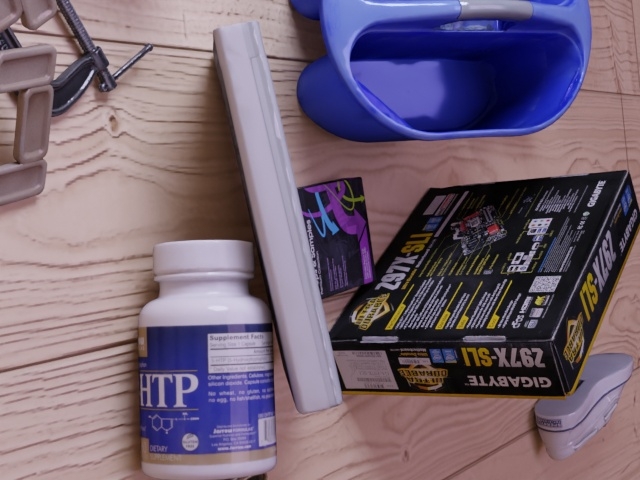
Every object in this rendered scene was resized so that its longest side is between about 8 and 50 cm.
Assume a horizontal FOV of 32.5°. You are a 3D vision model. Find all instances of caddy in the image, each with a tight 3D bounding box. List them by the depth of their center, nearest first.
[{"bbox_3d":[0.129,-0.220,1.131,0.341,0.179,0.241,-7,90,-31],"label":"caddy"}]

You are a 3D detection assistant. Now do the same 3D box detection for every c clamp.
[{"bbox_3d":[-0.209,-0.170,0.848,0.137,0.022,0.161,-60,135,-34],"label":"c clamp"}]

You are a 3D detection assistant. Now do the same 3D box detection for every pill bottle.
[{"bbox_3d":[-0.093,0.096,0.899,0.112,0.112,0.187,5,81,-56],"label":"pill bottle"}]

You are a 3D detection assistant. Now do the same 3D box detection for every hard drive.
[{"bbox_3d":[-0.041,-0.024,0.948,0.203,0.040,0.308,-139,-144,-83],"label":"hard drive"}]

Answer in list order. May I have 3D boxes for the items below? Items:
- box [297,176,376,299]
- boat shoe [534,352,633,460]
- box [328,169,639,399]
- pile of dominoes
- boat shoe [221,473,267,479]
[{"bbox_3d":[0.000,0.000,1.128,0.162,0.029,0.116,-16,99,-55],"label":"box"},{"bbox_3d":[0.397,0.245,1.653,0.258,0.095,0.084,-25,111,-44],"label":"boat shoe"},{"bbox_3d":[0.186,0.041,1.198,0.322,0.257,0.079,-52,127,-47],"label":"box"},{"bbox_3d":[-0.270,-0.098,0.698,0.251,0.040,0.196,-26,134,-55],"label":"pile of dominoes"},{"bbox_3d":[-0.099,0.245,0.928,0.153,0.048,0.056,-47,124,-48],"label":"boat shoe"}]
